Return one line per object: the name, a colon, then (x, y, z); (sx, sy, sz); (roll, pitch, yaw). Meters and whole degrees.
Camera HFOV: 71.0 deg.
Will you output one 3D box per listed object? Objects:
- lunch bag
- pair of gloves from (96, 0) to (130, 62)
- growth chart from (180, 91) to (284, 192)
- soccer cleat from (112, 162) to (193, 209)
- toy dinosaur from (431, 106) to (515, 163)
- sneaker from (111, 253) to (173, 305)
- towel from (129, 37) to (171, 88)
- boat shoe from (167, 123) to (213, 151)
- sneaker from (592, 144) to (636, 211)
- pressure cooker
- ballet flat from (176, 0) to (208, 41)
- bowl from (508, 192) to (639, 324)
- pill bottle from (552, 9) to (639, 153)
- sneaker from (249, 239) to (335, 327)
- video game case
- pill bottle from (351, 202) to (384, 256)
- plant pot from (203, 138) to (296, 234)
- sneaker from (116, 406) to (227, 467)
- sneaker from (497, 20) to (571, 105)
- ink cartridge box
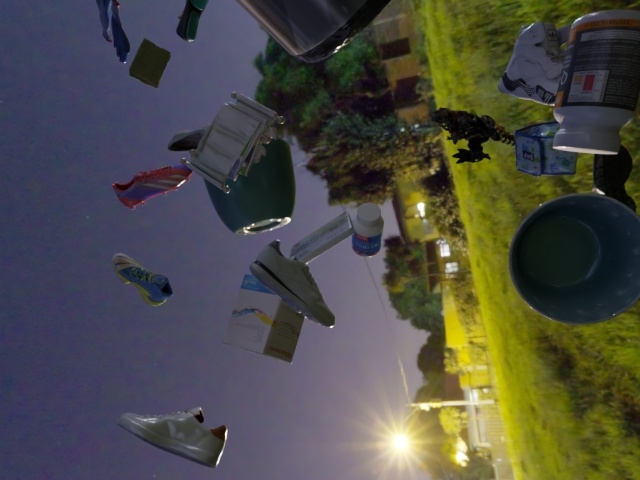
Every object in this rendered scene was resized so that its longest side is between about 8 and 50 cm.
lunch bag: (0.607, -0.245, 1.210); (0.096, 0.151, 0.128); (-57, -42, -36)
pair of gloves: (-0.519, -0.548, 1.121); (0.198, 0.023, 0.159); (50, 145, 26)
growth chart: (-0.207, -0.232, 1.063); (0.172, 0.237, 0.021); (39, -174, 10)
soccer cleat: (-0.508, -0.183, 1.369); (0.095, 0.248, 0.083); (61, -175, -36)
toy dinosaur: (0.540, -0.380, 1.528); (0.218, 0.322, 0.164); (-59, -35, -50)
sneaker: (-0.604, 0.124, 1.559); (0.240, 0.126, 0.091); (55, -151, -31)
towel: (-0.597, -0.619, 1.570); (0.110, 0.027, 0.148); (22, -96, -30)
boat shoe: (-0.564, -0.466, 2.095); (0.103, 0.321, 0.118); (-69, -28, -43)
sneaker: (0.793, -0.164, 1.246); (0.106, 0.101, 0.267); (-96, -20, -58)
pressure cooker: (-0.061, -0.599, 0.832); (0.420, 0.376, 0.369); (37, -145, -30)
ballet flat: (-0.409, -0.736, 1.422); (0.203, 0.074, 0.074); (-70, -16, 7)
bowl: (0.616, 0.038, 1.112); (0.163, 0.312, 0.311); (-25, -74, -77)
pill bottle: (0.610, -0.337, 0.984); (0.162, 0.162, 0.278); (-27, -54, -72)
sneaker: (-0.045, 0.102, 1.001); (0.235, 0.090, 0.094); (44, -113, -11)
video game case: (0.000, 0.000, 1.402); (0.026, 0.227, 0.206); (55, -171, -14)
pill bottle: (0.185, -0.042, 1.761); (0.221, 0.125, 0.124); (85, -171, -53)
plant pot: (-0.206, -0.151, 1.401); (0.293, 0.293, 0.234); (8, -114, -72)
sneaker: (-0.382, 0.488, 1.179); (0.105, 0.291, 0.123); (93, -165, -57)
sneaker: (0.666, -0.502, 1.275); (0.366, 0.138, 0.210); (-129, 39, -56)
ink cartridge box: (-0.195, 0.291, 1.672); (0.198, 0.197, 0.269); (41, -120, -54)
